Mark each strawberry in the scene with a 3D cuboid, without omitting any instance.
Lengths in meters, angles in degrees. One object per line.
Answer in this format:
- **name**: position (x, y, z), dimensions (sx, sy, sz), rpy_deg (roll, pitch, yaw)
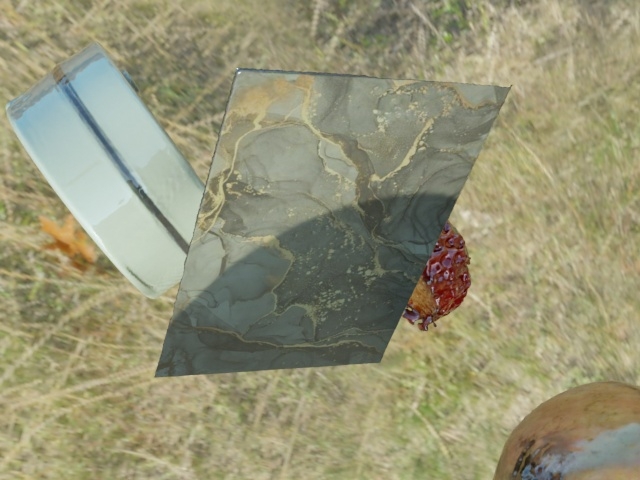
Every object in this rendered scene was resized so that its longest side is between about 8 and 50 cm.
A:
- **strawberry**: position (0.109, 0.020, 1.267), dimensions (0.086, 0.145, 0.145), rpy_deg (-38, 62, -25)

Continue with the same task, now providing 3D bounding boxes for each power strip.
- **power strip**: position (-0.260, -0.089, 1.591), dimensions (0.161, 0.357, 0.357), rpy_deg (-37, 65, -3)

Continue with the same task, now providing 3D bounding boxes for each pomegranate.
- **pomegranate**: position (0.326, 0.316, 1.276), dimensions (0.322, 0.322, 0.322), rpy_deg (-6, 73, 19)

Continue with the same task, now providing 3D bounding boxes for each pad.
- **pad**: position (0.000, 0.000, 1.033), dimensions (0.247, 0.367, 0.007), rpy_deg (-1, 45, -24)
